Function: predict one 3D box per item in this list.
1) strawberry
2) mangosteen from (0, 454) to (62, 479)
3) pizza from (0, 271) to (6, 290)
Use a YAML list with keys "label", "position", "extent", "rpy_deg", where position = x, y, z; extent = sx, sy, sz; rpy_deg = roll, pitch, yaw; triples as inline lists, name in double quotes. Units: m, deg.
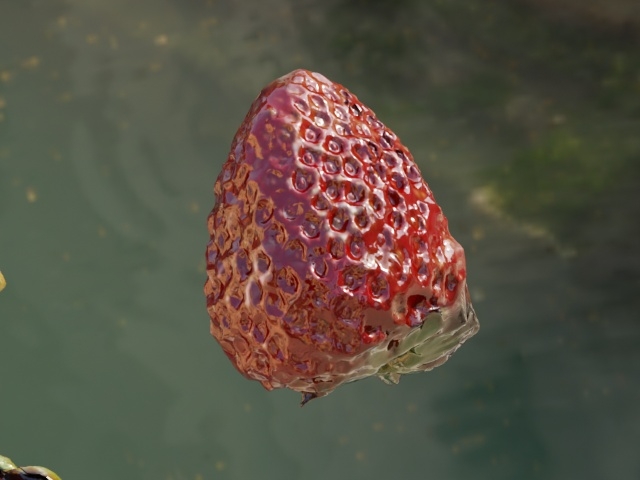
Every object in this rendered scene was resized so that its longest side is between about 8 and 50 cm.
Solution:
- label: "strawberry"
  position: [-0.001, 0.013, 2.079]
  extent: [0.292, 0.291, 0.310]
  rpy_deg: [-27, 71, -20]
- label: "mangosteen"
  position: [-0.259, 0.229, 1.452]
  extent: [0.166, 0.166, 0.180]
  rpy_deg: [13, 34, 31]
- label: "pizza"
  position: [-0.136, 0.005, 0.550]
  extent: [0.099, 0.100, 0.029]
  rpy_deg: [11, 51, -17]
